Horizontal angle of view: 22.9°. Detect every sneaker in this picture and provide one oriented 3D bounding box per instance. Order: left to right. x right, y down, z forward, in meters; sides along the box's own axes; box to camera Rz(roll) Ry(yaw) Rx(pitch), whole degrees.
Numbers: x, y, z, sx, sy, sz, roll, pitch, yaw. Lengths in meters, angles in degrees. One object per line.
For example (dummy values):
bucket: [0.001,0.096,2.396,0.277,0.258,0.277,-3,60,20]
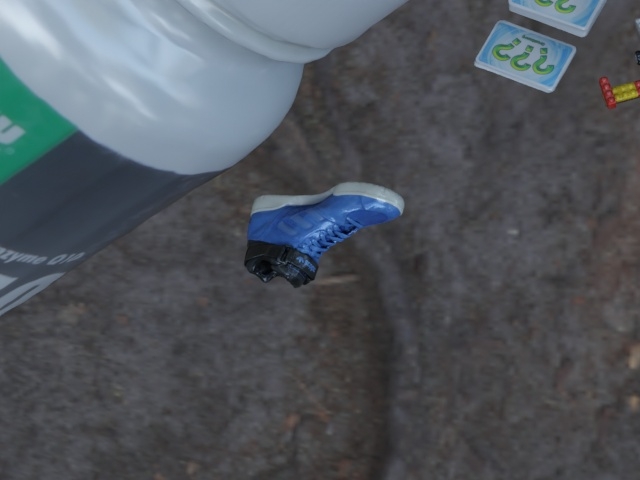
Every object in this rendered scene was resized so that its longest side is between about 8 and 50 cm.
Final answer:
sneaker: [0.000,0.000,1.359,0.058,0.152,0.085,42,51,-50]

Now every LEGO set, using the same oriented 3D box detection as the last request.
LEGO set: [0.276,-0.187,1.342,0.182,0.244,0.060,-58,158,-19]

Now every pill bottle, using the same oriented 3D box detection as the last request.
pill bottle: [-0.137,-0.085,0.648,0.204,0.361,0.204,38,35,-32]
